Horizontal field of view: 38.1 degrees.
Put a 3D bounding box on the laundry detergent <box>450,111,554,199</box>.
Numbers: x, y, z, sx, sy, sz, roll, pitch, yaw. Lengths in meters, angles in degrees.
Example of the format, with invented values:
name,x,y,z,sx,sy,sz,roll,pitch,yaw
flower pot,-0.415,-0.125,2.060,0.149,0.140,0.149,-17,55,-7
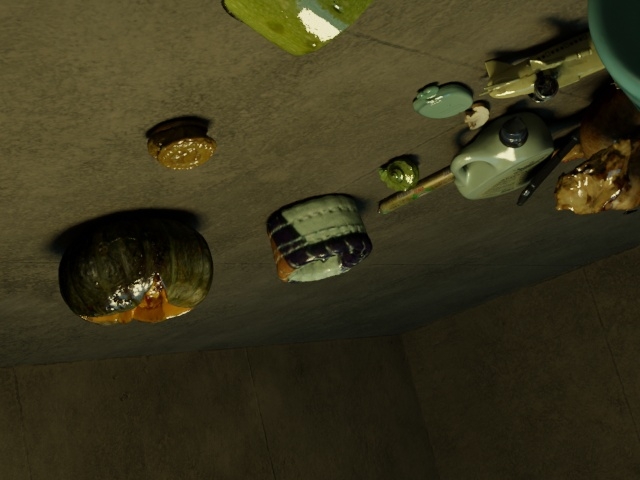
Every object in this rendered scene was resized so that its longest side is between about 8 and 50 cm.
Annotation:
name,x,y,z,sx,sy,sz,roll,pitch,yaw
laundry detergent,0.364,-0.175,1.868,0.215,0.105,0.280,-19,167,5

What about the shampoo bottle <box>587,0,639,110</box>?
name,x,y,z,sx,sy,sz,roll,pitch,yaw
shampoo bottle,0.552,-0.281,1.217,0.331,0.331,0.343,-22,162,26

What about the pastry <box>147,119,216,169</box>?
name,x,y,z,sx,sy,sz,roll,pitch,yaw
pastry,-0.224,-0.156,1.496,0.109,0.057,0.097,-16,160,0

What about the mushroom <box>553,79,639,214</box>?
name,x,y,z,sx,sy,sz,roll,pitch,yaw
mushroom,0.645,-0.179,1.708,0.334,0.356,0.331,28,131,-16

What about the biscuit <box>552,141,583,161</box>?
name,x,y,z,sx,sy,sz,roll,pitch,yaw
biscuit,0.589,-0.204,2.035,0.239,0.041,0.212,-18,-178,34

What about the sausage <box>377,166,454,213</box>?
name,x,y,z,sx,sy,sz,roll,pitch,yaw
sausage,0.226,-0.116,2.106,0.033,0.032,0.269,2,159,-46

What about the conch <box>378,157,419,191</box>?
name,x,y,z,sx,sy,sz,roll,pitch,yaw
conch,0.167,-0.140,1.935,0.089,0.074,0.121,13,-164,23

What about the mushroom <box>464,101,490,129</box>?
name,x,y,z,sx,sy,sz,roll,pitch,yaw
mushroom,0.295,-0.237,1.749,0.049,0.019,0.101,-14,163,-3

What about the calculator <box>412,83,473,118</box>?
name,x,y,z,sx,sy,sz,roll,pitch,yaw
calculator,0.216,-0.245,1.639,0.095,0.021,0.153,-22,167,27

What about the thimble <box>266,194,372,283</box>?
name,x,y,z,sx,sy,sz,roll,pitch,yaw
thimble,0.000,0.000,2.106,0.237,0.150,0.237,-15,166,-4

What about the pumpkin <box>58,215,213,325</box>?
name,x,y,z,sx,sy,sz,roll,pitch,yaw
pumpkin,-0.376,0.066,1.908,0.320,0.192,0.320,-11,165,-3

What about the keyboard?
name,x,y,z,sx,sy,sz,roll,pitch,yaw
keyboard,0.494,-0.177,1.898,0.262,0.016,0.106,-47,169,-7

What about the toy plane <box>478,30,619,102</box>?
name,x,y,z,sx,sy,sz,roll,pitch,yaw
toy plane,0.390,-0.284,1.529,0.256,0.104,0.242,-9,-179,7

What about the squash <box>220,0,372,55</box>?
name,x,y,z,sx,sy,sz,roll,pitch,yaw
squash,-0.025,-0.283,1.146,0.184,0.085,0.192,0,158,-46
